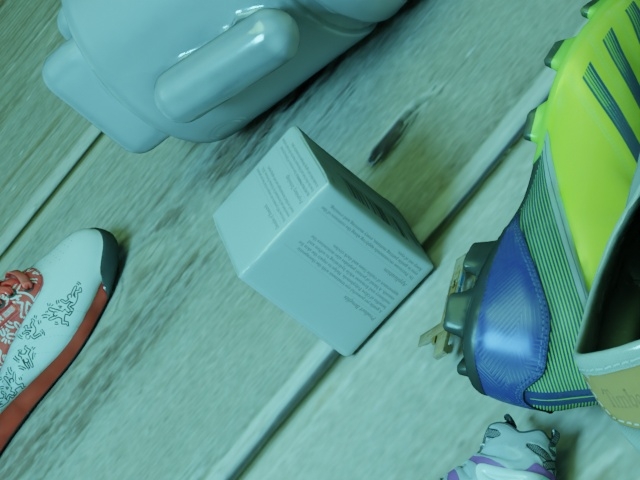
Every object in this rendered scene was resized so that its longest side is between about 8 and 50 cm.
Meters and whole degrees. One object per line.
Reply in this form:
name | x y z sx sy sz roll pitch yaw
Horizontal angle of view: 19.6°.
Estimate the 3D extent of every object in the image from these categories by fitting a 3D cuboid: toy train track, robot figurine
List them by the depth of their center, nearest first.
toy train track | 0.084 0.042 1.139 0.048 0.014 0.083 -36 26 41
robot figurine | -0.060 -0.212 1.435 0.353 0.200 0.300 -34 35 31

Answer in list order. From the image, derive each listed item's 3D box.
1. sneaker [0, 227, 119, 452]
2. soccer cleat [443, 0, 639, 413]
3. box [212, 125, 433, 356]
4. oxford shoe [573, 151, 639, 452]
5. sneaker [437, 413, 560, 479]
sneaker | -0.286 0.075 1.499 0.270 0.145 0.090 -56 29 -7
soccer cleat | 0.167 -0.025 1.045 0.121 0.093 0.289 10 57 25
box | 0.000 0.000 1.214 0.087 0.101 0.102 -47 27 9
oxford shoe | 0.230 -0.074 0.939 0.169 0.130 0.449 -22 39 47
sneaker | 0.091 0.125 1.015 0.098 0.038 0.069 -14 45 36
